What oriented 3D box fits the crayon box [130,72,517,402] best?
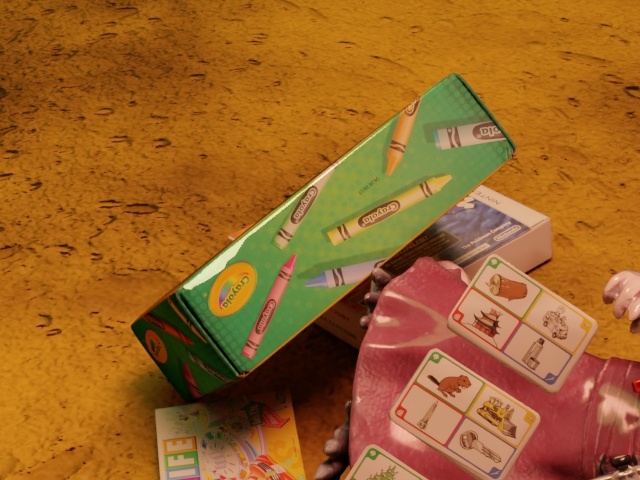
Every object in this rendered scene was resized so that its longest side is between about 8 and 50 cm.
[{"bbox_3d":[0.000,0.000,1.412,0.278,0.081,0.165,-38,1,-20],"label":"crayon box"}]

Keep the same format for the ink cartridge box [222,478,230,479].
[{"bbox_3d":[-0.026,0.281,1.029,0.186,0.065,0.311,35,26,-7],"label":"ink cartridge box"}]

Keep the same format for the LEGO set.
[{"bbox_3d":[0.153,0.148,1.101,0.244,0.182,0.060,32,-2,2],"label":"LEGO set"}]

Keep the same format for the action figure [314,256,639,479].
[{"bbox_3d":[0.195,0.143,1.263,0.370,0.248,0.276,8,0,13],"label":"action figure"}]

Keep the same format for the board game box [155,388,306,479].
[{"bbox_3d":[-0.063,0.169,1.358,0.103,0.026,0.154,-9,32,-3],"label":"board game box"}]

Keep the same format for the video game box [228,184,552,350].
[{"bbox_3d":[0.059,0.005,1.583,0.205,0.048,0.187,-28,36,-31],"label":"video game box"}]
